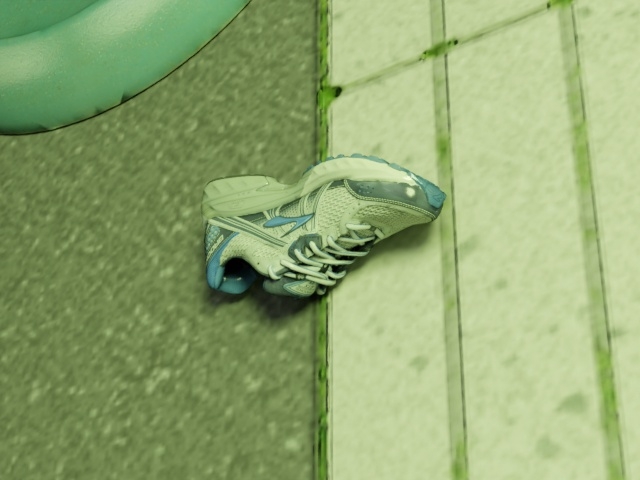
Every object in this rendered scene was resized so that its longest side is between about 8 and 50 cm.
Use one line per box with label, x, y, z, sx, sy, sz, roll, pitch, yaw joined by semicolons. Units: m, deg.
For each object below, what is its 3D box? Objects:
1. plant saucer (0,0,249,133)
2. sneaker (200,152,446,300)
plant saucer;-0.131;-0.207;1.050;0.317;0.043;0.318;-20;50;26
sneaker;0.000;0.000;0.799;0.135;0.052;0.058;-10;64;42
